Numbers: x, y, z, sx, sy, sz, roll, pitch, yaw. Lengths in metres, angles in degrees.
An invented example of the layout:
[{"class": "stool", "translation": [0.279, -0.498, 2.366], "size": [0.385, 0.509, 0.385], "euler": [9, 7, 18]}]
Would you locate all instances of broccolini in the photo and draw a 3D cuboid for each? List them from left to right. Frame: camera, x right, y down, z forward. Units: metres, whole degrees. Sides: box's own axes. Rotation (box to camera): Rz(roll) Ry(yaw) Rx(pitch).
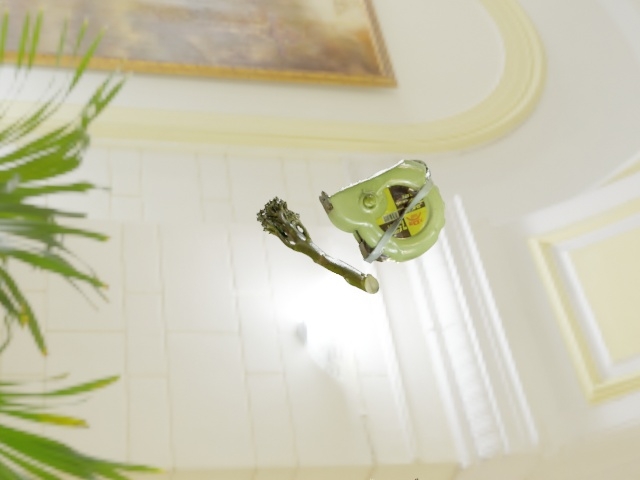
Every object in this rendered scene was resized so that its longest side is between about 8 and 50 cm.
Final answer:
[{"class": "broccolini", "translation": [-0.005, 0.001, 2.036], "size": [0.392, 0.078, 0.074], "euler": [29, -36, 49]}]

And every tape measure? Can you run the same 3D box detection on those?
[{"class": "tape measure", "translation": [0.124, -0.047, 1.773], "size": [0.175, 0.200, 0.106], "euler": [61, -17, 4]}]

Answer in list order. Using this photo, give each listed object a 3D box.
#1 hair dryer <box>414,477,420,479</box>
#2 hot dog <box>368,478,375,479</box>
[{"class": "hair dryer", "translation": [0.139, 0.506, 1.825], "size": [0.064, 0.117, 0.182], "euler": [13, -99, 48]}, {"class": "hot dog", "translation": [0.122, 0.444, 1.723], "size": [0.133, 0.041, 0.056], "euler": [35, -41, 42]}]
